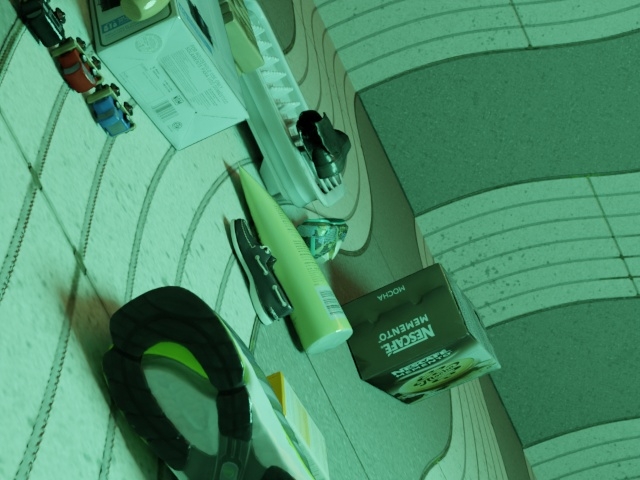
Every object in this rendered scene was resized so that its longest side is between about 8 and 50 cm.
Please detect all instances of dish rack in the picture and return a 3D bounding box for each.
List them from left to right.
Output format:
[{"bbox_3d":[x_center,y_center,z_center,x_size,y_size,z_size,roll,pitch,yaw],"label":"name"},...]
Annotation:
[{"bbox_3d":[-0.073,-0.194,1.603,0.332,0.072,0.285,65,11,-4],"label":"dish rack"}]

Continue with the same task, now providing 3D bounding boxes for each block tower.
[{"bbox_3d":[-0.164,-0.348,1.434,0.097,0.091,0.335,53,15,-53],"label":"block tower"}]

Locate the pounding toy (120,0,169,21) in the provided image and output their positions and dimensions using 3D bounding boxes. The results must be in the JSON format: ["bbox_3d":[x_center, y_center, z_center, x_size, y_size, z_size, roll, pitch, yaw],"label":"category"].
[{"bbox_3d":[-0.181,-0.347,1.021,0.154,0.155,0.269,-49,118,-44],"label":"pounding toy"}]

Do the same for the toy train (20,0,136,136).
[{"bbox_3d":[-0.201,-0.144,0.950,0.036,0.027,0.158,-98,161,-48],"label":"toy train"}]

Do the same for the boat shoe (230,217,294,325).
[{"bbox_3d":[-0.064,0.029,1.227,0.046,0.038,0.125,42,26,-67],"label":"boat shoe"}]

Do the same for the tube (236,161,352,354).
[{"bbox_3d":[-0.039,0.019,1.350,0.240,0.062,0.070,64,-35,19],"label":"tube"}]

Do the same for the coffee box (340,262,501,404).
[{"bbox_3d":[0.155,0.150,1.716,0.118,0.168,0.297,70,11,21],"label":"coffee box"}]

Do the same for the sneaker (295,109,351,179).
[{"bbox_3d":[0.002,-0.142,1.520,0.170,0.051,0.089,-84,152,-64],"label":"sneaker"}]

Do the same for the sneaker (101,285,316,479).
[{"bbox_3d":[-0.049,0.165,0.810,0.121,0.111,0.299,-55,123,-83],"label":"sneaker"}]

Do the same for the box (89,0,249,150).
[{"bbox_3d":[-0.172,-0.258,1.193,0.169,0.087,0.290,54,15,-50],"label":"box"}]

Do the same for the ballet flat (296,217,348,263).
[{"bbox_3d":[0.000,0.000,1.602,0.070,0.070,0.188,67,12,3],"label":"ballet flat"}]

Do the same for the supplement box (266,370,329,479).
[{"bbox_3d":[-0.030,0.180,1.058,0.098,0.036,0.062,60,11,-29],"label":"supplement box"}]
